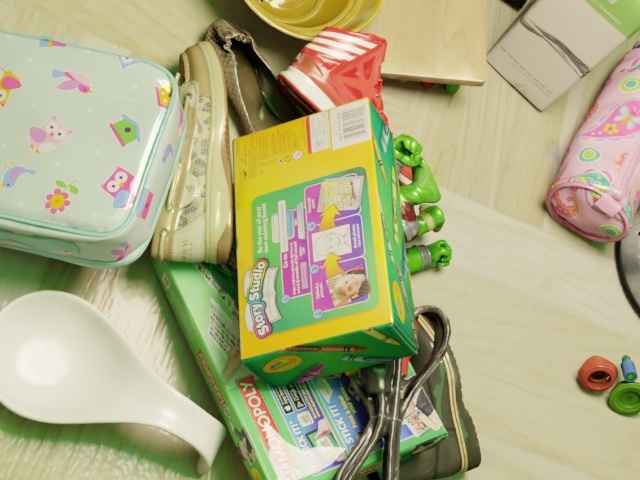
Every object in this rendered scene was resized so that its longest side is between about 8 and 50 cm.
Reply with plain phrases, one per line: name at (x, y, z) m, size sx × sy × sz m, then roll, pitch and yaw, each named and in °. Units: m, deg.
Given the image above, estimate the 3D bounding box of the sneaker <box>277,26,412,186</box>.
sneaker at (0.065, -0.165, 1.401) m, size 0.221 × 0.087 × 0.128 m, roll 41°, pitch 85°, yaw -31°

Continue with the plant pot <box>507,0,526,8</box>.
plant pot at (0.244, -0.455, 1.571) m, size 0.167 × 0.187 × 0.188 m, roll 21°, pitch 66°, yaw -2°

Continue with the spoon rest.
spoon rest at (-0.217, 0.151, 1.224) m, size 0.276 × 0.084 × 0.137 m, roll 30°, pitch 64°, yaw -12°

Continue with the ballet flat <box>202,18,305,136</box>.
ballet flat at (-0.061, -0.157, 1.404) m, size 0.084 × 0.058 × 0.250 m, roll -27°, pitch 85°, yaw -28°

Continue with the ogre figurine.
ogre figurine at (0.083, -0.024, 1.375) m, size 0.118 × 0.197 × 0.097 m, roll -30°, pitch 62°, yaw -11°

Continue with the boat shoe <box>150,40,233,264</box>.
boat shoe at (-0.147, -0.105, 1.312) m, size 0.089 × 0.104 × 0.285 m, roll -2°, pitch 56°, yaw -7°

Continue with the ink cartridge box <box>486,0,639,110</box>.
ink cartridge box at (0.356, -0.315, 1.510) m, size 0.115 × 0.273 × 0.198 m, roll 42°, pitch 62°, yaw -2°

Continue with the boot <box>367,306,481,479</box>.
boot at (0.091, 0.185, 1.350) m, size 0.137 × 0.077 × 0.198 m, roll -16°, pitch 78°, yaw -21°

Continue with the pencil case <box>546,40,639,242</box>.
pencil case at (0.403, -0.133, 1.556) m, size 0.124 × 0.124 × 0.284 m, roll 39°, pitch 64°, yaw -7°

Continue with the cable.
cable at (0.066, 0.170, 1.244) m, size 0.139 × 0.072 × 0.287 m, roll 7°, pitch 69°, yaw -15°

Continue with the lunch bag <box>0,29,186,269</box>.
lunch bag at (-0.292, -0.092, 1.219) m, size 0.279 × 0.108 × 0.224 m, roll 12°, pitch 72°, yaw 8°

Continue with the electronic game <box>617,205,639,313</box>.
electronic game at (0.500, 0.030, 1.582) m, size 0.229 × 0.048 × 0.229 m, roll 5°, pitch 73°, yaw -16°

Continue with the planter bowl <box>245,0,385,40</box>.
planter bowl at (-0.030, -0.331, 1.452) m, size 0.217 × 0.090 × 0.217 m, roll 6°, pitch 75°, yaw -23°

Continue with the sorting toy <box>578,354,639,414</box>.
sorting toy at (0.370, 0.172, 1.485) m, size 0.102 × 0.061 × 0.042 m, roll 34°, pitch 29°, yaw -17°

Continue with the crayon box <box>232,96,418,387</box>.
crayon box at (0.000, 0.000, 1.247) m, size 0.165 × 0.081 × 0.278 m, roll -15°, pitch 58°, yaw 18°

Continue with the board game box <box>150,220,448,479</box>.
board game box at (-0.026, 0.114, 1.296) m, size 0.213 × 0.046 × 0.317 m, roll -17°, pitch 66°, yaw -26°

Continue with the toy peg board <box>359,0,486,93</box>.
toy peg board at (0.125, -0.265, 1.520) m, size 0.161 × 0.079 × 0.161 m, roll 4°, pitch 70°, yaw -5°
